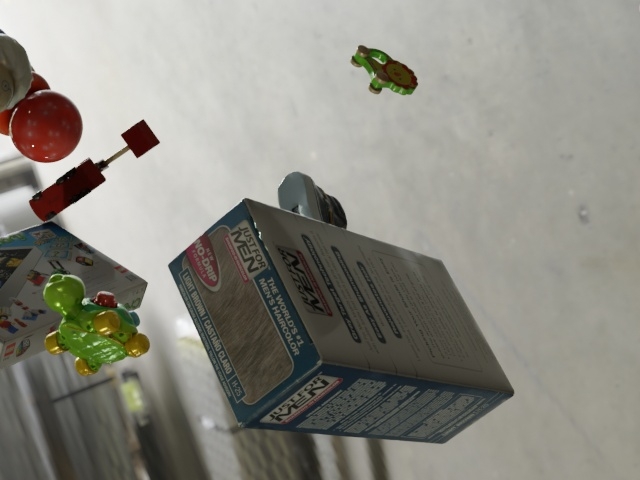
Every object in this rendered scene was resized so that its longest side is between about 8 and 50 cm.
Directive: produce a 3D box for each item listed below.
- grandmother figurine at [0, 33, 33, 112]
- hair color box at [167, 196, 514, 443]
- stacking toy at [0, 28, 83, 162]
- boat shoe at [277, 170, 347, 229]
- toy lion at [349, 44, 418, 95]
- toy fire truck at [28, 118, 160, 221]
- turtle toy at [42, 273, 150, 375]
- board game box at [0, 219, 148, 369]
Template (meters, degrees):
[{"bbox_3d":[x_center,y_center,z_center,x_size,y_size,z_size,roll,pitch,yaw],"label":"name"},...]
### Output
[{"bbox_3d":[-0.405,-0.085,1.346,0.104,0.342,0.208,28,145,6],"label":"grandmother figurine"},{"bbox_3d":[0.030,0.087,1.258,0.105,0.347,0.174,-39,61,22],"label":"hair color box"},{"bbox_3d":[-0.412,-0.203,1.696,0.330,0.141,0.141,37,140,30],"label":"stacking toy"},{"bbox_3d":[0.000,0.000,1.669,0.065,0.083,0.183,-32,47,30],"label":"boat shoe"},{"bbox_3d":[0.110,-0.277,2.202,0.100,0.096,0.034,58,137,27],"label":"toy lion"},{"bbox_3d":[-0.348,-0.106,2.059,0.192,0.135,0.047,-29,100,37],"label":"toy fire truck"},{"bbox_3d":[-0.244,0.086,1.426,0.130,0.095,0.066,45,-146,-40],"label":"turtle toy"},{"bbox_3d":[-0.407,0.068,1.854,0.193,0.305,0.053,31,117,21],"label":"board game box"}]
